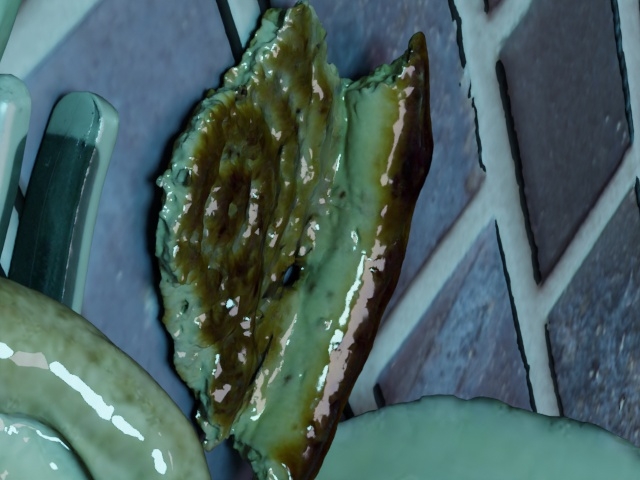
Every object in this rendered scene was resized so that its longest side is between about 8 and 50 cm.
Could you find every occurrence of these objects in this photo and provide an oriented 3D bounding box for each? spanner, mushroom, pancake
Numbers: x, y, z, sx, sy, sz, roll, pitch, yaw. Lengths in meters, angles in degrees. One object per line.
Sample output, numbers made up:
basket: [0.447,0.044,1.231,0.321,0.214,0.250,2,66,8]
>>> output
spanner: [-0.151,0.091,0.825,0.096,0.040,0.325,9,96,-59]
mushroom: [-0.173,0.086,0.691,0.286,0.156,0.151,-21,89,-44]
pancake: [-0.001,0.000,1.011,0.212,0.056,0.257,-46,141,-39]

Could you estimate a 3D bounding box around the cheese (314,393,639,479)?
cheese: [0.105,0.247,1.036,0.153,0.332,0.292,44,56,-57]

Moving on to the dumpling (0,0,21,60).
dumpling: [-0.194,-0.118,0.511,0.212,0.270,0.320,-26,104,-79]
